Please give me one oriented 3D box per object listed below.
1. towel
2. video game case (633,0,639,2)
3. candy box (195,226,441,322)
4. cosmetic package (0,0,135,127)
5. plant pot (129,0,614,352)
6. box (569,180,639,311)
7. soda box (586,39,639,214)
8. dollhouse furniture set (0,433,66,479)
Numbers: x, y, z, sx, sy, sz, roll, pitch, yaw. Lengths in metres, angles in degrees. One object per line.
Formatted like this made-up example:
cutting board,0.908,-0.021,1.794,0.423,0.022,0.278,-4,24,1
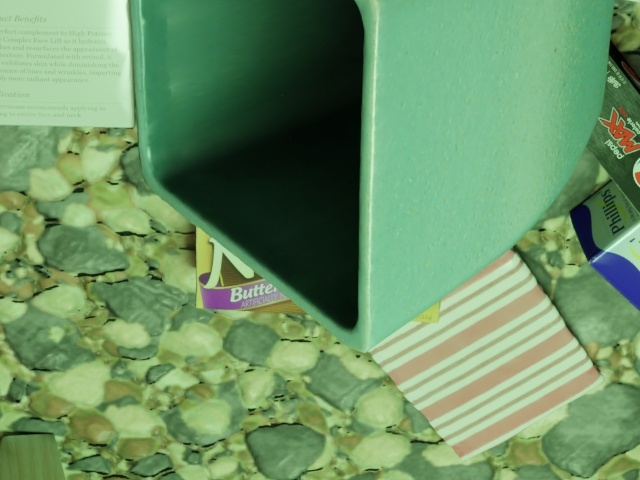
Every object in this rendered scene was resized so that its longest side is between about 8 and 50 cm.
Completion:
towel,0.129,0.087,1.370,0.144,0.029,0.197,-30,125,13
video game case,0.224,-0.251,1.141,0.173,0.022,0.190,8,124,-13
candy box,0.000,0.000,1.259,0.186,0.053,0.109,3,125,0
cosmetic package,-0.176,-0.190,1.099,0.117,0.085,0.231,1,123,-8
plant pot,0.050,-0.128,1.065,0.252,0.247,0.248,-24,132,-30
box,0.286,-0.007,1.292,0.137,0.072,0.126,-39,120,20
soda box,0.220,-0.076,1.198,0.053,0.060,0.169,-37,90,19
dollhouse furniture set,-0.347,0.310,1.309,0.303,0.286,0.198,-2,126,-20
